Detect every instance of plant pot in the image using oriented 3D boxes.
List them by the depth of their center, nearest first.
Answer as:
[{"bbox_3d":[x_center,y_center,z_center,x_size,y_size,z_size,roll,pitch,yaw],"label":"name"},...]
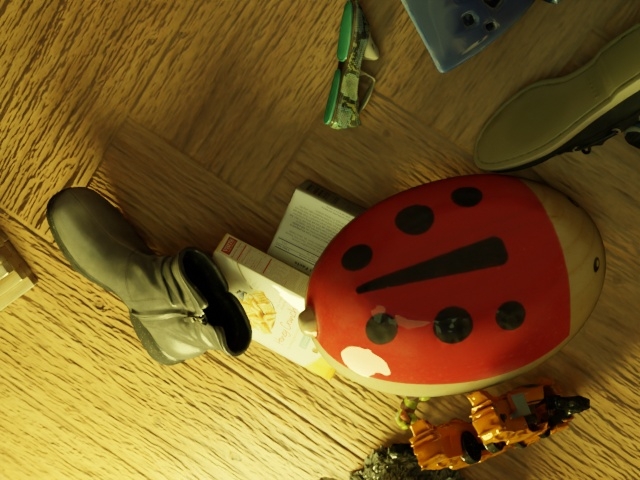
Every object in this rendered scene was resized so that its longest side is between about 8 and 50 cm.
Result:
[{"bbox_3d":[0.195,-0.375,1.618,0.212,0.236,0.236,-27,99,10],"label":"plant pot"}]

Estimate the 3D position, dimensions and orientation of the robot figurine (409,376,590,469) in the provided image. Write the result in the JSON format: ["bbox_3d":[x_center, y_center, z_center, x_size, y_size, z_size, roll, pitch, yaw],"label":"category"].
[{"bbox_3d":[0.260,0.259,1.757,0.211,0.291,0.085,-31,73,29],"label":"robot figurine"}]

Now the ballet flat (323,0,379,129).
[{"bbox_3d":[0.051,-0.252,1.771,0.070,0.070,0.188,14,109,7],"label":"ballet flat"}]

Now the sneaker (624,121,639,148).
[{"bbox_3d":[0.523,-0.173,1.692,0.211,0.080,0.081,-11,79,15],"label":"sneaker"}]

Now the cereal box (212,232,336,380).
[{"bbox_3d":[-0.062,0.103,1.845,0.240,0.047,0.173,27,144,3],"label":"cereal box"}]

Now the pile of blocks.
[{"bbox_3d":[-0.642,0.088,1.968,0.362,0.112,0.149,-9,103,14],"label":"pile of blocks"}]

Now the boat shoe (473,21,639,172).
[{"bbox_3d":[0.368,-0.177,1.690,0.113,0.127,0.340,27,130,-37],"label":"boat shoe"}]

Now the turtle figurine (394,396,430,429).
[{"bbox_3d":[0.161,0.177,1.830,0.217,0.087,0.269,22,128,-25],"label":"turtle figurine"}]

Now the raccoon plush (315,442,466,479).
[{"bbox_3d":[0.172,0.479,1.811,0.446,0.299,0.216,27,108,3],"label":"raccoon plush"}]

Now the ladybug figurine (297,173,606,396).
[{"bbox_3d":[0.186,0.051,1.691,0.449,0.162,0.305,-19,74,-7],"label":"ladybug figurine"}]

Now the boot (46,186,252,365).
[{"bbox_3d":[-0.244,0.035,1.820,0.338,0.118,0.222,50,147,-14],"label":"boot"}]

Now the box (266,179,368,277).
[{"bbox_3d":[0.000,0.000,1.835,0.126,0.072,0.137,26,108,4],"label":"box"}]
